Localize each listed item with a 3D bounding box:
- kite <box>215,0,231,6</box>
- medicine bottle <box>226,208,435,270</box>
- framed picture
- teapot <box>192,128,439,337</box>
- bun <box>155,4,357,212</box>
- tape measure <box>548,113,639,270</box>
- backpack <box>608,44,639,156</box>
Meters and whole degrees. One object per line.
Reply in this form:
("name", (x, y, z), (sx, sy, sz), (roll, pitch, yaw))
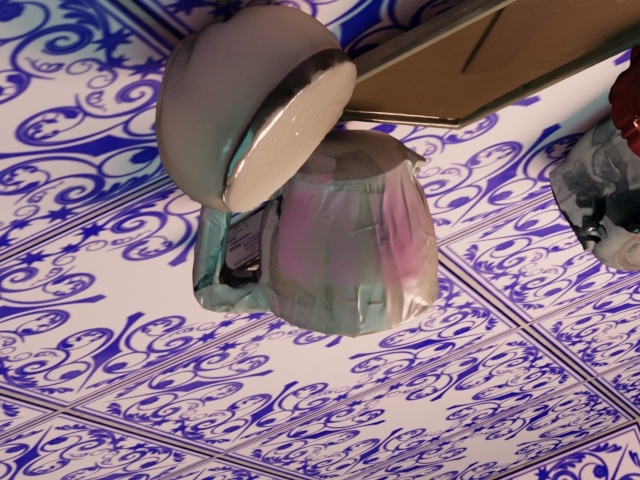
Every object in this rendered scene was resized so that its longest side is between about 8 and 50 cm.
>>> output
("kite", (-0.092, -0.200, 1.282), (0.137, 0.005, 0.152), (-16, 161, -3))
("medicine bottle", (0.000, 0.000, 1.837), (0.171, 0.052, 0.201), (-30, 159, 28))
("framed picture", (0.156, -0.163, 1.515), (0.240, 0.020, 0.324), (1, 162, -44))
("teapot", (0.000, -0.020, 1.641), (0.222, 0.178, 0.163), (7, -153, 21))
("bun", (-0.065, -0.111, 1.372), (0.173, 0.120, 0.173), (-48, 165, -17))
("tape measure", (0.387, -0.066, 1.889), (0.275, 0.147, 0.256), (1, 152, -43))
("backpack", (0.363, -0.155, 1.614), (0.229, 0.139, 0.229), (-30, 165, -9))
